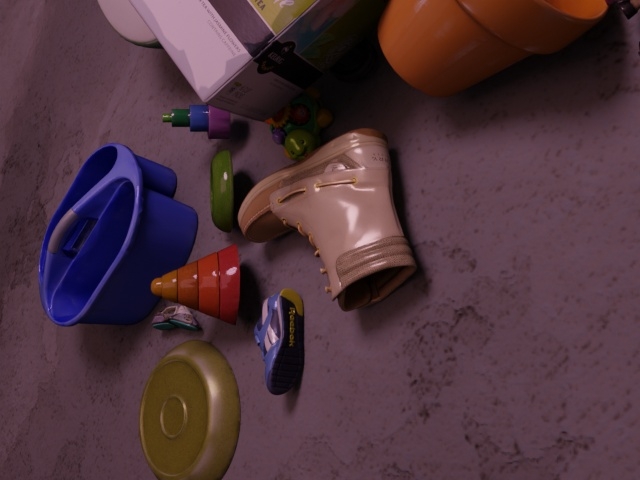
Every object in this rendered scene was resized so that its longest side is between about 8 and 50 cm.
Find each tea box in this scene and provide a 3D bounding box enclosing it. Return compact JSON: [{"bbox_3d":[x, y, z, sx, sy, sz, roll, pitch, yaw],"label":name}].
[{"bbox_3d":[-0.079,-0.381,0.844,0.323,0.220,0.329,-38,83,15],"label":"tea box"}]

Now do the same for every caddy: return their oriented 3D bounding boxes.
[{"bbox_3d":[-0.372,-0.003,1.184,0.341,0.179,0.241,-52,49,22],"label":"caddy"}]

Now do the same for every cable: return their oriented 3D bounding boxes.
[{"bbox_3d":[-0.018,-0.297,1.026,0.287,0.072,0.139,18,76,32],"label":"cable"}]

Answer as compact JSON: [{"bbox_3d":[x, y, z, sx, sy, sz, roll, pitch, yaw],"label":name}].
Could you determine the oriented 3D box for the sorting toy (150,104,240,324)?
[{"bbox_3d":[-0.193,-0.051,1.032,0.127,0.126,0.365,120,146,-68],"label":"sorting toy"}]

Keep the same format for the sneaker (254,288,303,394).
[{"bbox_3d":[-0.059,0.140,0.941,0.059,0.053,0.144,-15,62,40],"label":"sneaker"}]

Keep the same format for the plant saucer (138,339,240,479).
[{"bbox_3d":[-0.217,0.274,1.067,0.241,0.037,0.241,-13,70,41],"label":"plant saucer"}]

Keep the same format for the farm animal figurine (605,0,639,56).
[{"bbox_3d":[0.298,-0.359,0.611,0.172,0.330,0.327,-27,31,32],"label":"farm animal figurine"}]

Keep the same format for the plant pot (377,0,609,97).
[{"bbox_3d":[0.165,-0.259,0.738,0.188,0.205,0.205,-39,55,49],"label":"plant pot"}]

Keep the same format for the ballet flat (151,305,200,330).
[{"bbox_3d":[-0.235,0.125,1.121,0.114,0.041,0.041,-6,76,42],"label":"ballet flat"}]

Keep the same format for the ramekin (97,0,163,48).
[{"bbox_3d":[-0.245,-0.457,1.123,0.303,0.148,0.303,13,110,38],"label":"ramekin"}]

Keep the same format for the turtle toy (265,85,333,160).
[{"bbox_3d":[-0.035,-0.164,0.980,0.095,0.066,0.130,-45,53,27],"label":"turtle toy"}]

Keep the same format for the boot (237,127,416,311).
[{"bbox_3d":[0.000,0.000,0.893,0.262,0.095,0.203,-28,63,33],"label":"boot"}]
